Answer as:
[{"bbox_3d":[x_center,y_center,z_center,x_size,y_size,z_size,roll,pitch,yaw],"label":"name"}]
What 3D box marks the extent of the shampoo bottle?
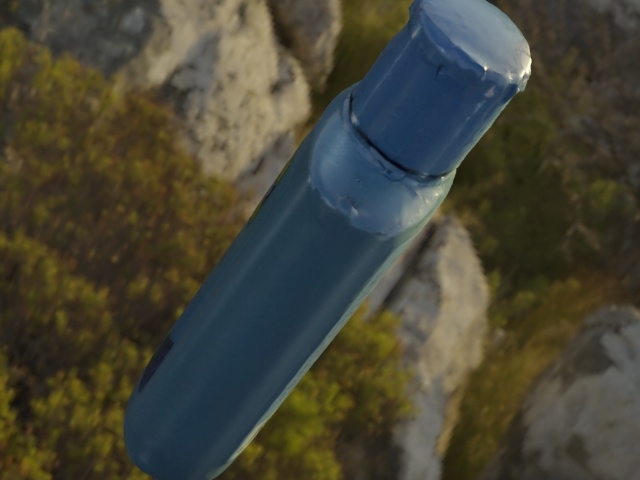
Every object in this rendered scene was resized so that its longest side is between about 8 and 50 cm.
[{"bbox_3d":[0.000,0.000,0.718,0.061,0.258,0.104,35,39,-3],"label":"shampoo bottle"}]
